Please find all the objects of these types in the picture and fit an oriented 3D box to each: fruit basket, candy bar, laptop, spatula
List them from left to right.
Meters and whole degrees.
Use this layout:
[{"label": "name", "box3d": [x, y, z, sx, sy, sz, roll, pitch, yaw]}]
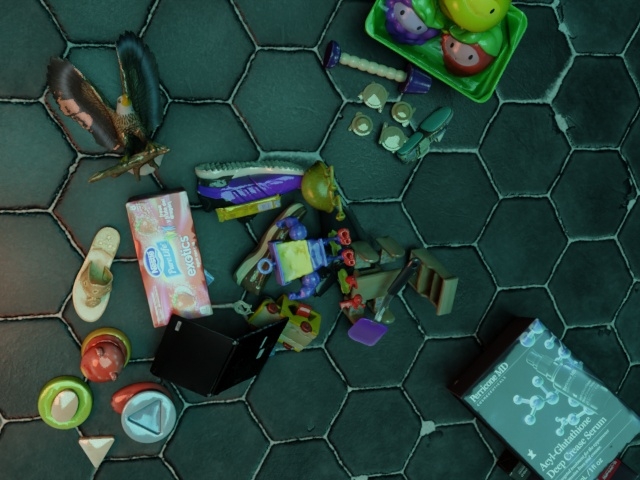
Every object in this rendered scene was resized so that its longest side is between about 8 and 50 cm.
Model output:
[{"label": "laptop", "box3d": [-0.244, 0.256, 1.861, 0.264, 0.136, 0.234, -20, 149, -42]}, {"label": "candy bar", "box3d": [-0.168, -0.078, 1.833, 0.161, 0.018, 0.040, -15, 127, -9]}, {"label": "spatula", "box3d": [0.162, 0.151, 1.881, 0.084, 0.030, 0.296, 22, 118, -15]}, {"label": "fruit basket", "box3d": [0.316, -0.525, 1.795, 0.392, 0.392, 0.283, 27, 91, -17]}]

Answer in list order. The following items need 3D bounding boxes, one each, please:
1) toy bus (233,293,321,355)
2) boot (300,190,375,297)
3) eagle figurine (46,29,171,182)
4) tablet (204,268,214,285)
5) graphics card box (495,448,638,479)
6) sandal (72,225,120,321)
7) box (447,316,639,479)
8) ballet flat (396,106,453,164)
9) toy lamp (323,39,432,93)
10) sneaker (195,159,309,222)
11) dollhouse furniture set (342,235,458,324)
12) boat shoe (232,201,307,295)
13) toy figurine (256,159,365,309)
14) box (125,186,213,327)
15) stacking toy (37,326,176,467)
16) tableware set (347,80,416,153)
[{"label": "toy bus", "box3d": [-0.098, 0.189, 1.935, 0.191, 0.104, 0.202, -3, 129, 13]}, {"label": "boot", "box3d": [0.000, 0.000, 1.935, 0.207, 0.094, 0.246, -36, 112, -10]}, {"label": "eagle figurine", "box3d": [-0.456, -0.298, 1.750, 0.226, 0.225, 0.298, -8, 66, -52]}, {"label": "tablet", "box3d": [-0.312, 0.087, 1.916, 0.054, 0.006, 0.083, -46, 107, -4]}, {"label": "graphics card box", "box3d": [0.718, 0.664, 2.226, 0.371, 0.094, 0.233, 39, 88, -15]}, {"label": "sandal", "box3d": [-0.532, 0.085, 1.821, 0.088, 0.079, 0.240, 15, 95, -16]}, {"label": "box", "box3d": [0.591, 0.440, 2.038, 0.395, 0.212, 0.293, 44, 87, 4]}, {"label": "ballet flat", "box3d": [0.276, -0.267, 1.989, 0.188, 0.070, 0.070, -40, 106, -3]}, {"label": "toy lamp", "box3d": [0.146, -0.425, 1.915, 0.274, 0.080, 0.080, 11, 96, -15]}, {"label": "sneaker", "box3d": [-0.158, -0.117, 1.883, 0.293, 0.102, 0.146, -2, 106, -11]}, {"label": "dollhouse furniture set", "box3d": [0.196, 0.117, 1.934, 0.242, 0.161, 0.212, -10, 125, -24]}, {"label": "boat shoe", "box3d": [-0.104, 0.026, 1.907, 0.095, 0.095, 0.257, 40, 98, 10]}, {"label": "toy figurine", "box3d": [-0.048, 0.013, 1.784, 0.217, 0.191, 0.363, -15, 98, -6]}, {"label": "box", "box3d": [-0.357, 0.034, 1.817, 0.142, 0.154, 0.300, -12, 101, -10]}, {"label": "stacking toy", "box3d": [-0.517, 0.402, 1.850, 0.279, 0.130, 0.309, -39, 105, -6]}, {"label": "tableware set", "box3d": [0.160, -0.313, 1.957, 0.168, 0.020, 0.141, 28, 86, -6]}]
